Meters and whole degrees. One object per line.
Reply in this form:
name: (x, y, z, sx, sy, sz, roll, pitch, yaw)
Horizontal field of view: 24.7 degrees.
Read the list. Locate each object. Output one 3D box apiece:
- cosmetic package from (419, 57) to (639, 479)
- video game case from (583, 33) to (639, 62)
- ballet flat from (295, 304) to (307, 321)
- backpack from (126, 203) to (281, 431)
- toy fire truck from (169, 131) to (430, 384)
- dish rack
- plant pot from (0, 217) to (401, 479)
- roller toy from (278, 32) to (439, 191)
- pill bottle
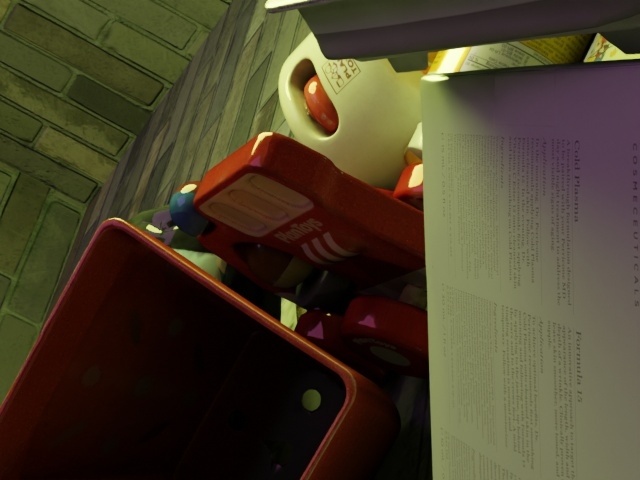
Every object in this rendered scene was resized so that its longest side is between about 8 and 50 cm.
cosmetic package: (0.139, 0.106, 0.679, 0.284, 0.097, 0.377, -156, 63, -76)
video game case: (0.236, -0.087, 1.134, 0.206, 0.026, 0.227, -63, 15, -5)
ballet flat: (0.007, 0.013, 1.602, 0.206, 0.067, 0.073, -65, 16, -12)
backpack: (-0.158, 0.162, 1.513, 0.290, 0.273, 0.356, 81, -177, -78)
toy fire truck: (0.000, 0.000, 1.303, 0.169, 0.254, 0.302, -67, 17, -17)
dish rack: (0.147, -0.161, 0.682, 0.285, 0.072, 0.333, -36, 18, -18)
plant pot: (-0.086, 0.173, 1.219, 0.267, 0.267, 0.235, -60, -27, 4)
roller toy: (0.069, -0.147, 1.435, 0.146, 0.191, 0.209, -43, 17, 33)
pill bottle: (0.164, -0.155, 1.303, 0.208, 0.117, 0.117, -63, 16, -3)
